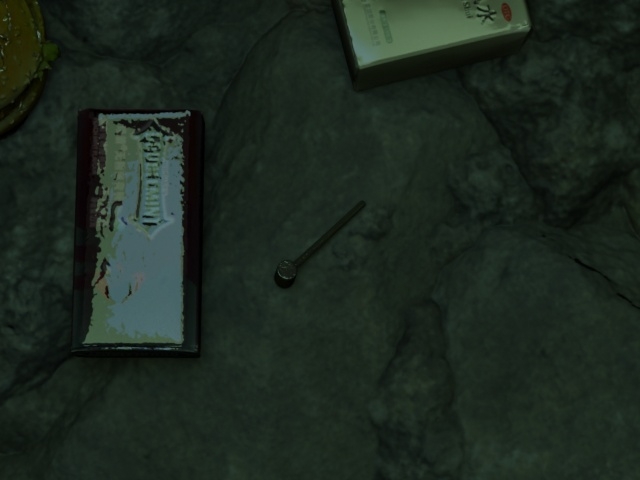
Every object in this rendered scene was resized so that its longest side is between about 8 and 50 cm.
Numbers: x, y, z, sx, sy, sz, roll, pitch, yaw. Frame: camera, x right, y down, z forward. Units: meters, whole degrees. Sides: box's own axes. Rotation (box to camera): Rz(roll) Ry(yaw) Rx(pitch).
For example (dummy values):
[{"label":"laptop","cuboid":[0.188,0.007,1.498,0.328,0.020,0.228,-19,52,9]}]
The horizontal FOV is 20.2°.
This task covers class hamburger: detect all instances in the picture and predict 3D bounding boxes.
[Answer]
[{"label":"hamburger","cuboid":[-0.341,-0.184,1.627,0.182,0.118,0.191,-23,77,-7]}]

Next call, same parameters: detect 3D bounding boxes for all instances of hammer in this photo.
[{"label":"hammer","cuboid":[0.000,0.000,1.638,0.019,0.035,0.110,44,75,6]}]

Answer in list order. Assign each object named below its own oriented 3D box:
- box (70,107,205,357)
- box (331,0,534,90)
[{"label":"box","cuboid":[-0.164,-0.006,1.620,0.120,0.069,0.224,2,79,1]},{"label":"box","cuboid":[0.086,-0.262,1.648,0.168,0.095,0.212,-14,81,-5]}]
